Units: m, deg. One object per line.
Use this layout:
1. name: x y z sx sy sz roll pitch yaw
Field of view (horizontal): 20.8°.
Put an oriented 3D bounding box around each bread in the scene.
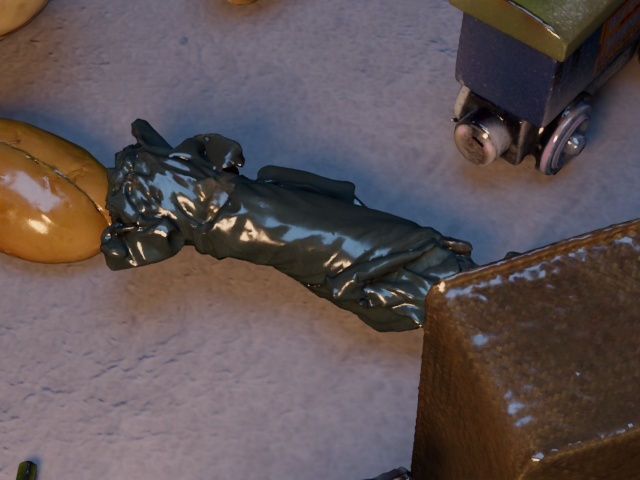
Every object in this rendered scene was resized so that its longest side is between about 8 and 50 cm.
1. bread: -0.244 -0.047 1.398 0.189 0.077 0.114 25 59 14

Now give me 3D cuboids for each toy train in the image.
1. toy train: 0.223 -0.193 1.448 0.131 0.202 0.299 33 57 21

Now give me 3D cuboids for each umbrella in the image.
1. umbrella: -0.001 0.003 1.346 0.348 0.094 0.143 14 51 -1

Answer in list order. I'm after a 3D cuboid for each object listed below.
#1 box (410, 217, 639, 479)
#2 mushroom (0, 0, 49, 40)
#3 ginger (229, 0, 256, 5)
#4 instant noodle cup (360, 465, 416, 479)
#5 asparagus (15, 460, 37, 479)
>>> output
1. box: 0.170 0.135 1.134 0.184 0.273 0.143 -16 53 -14
2. mushroom: -0.368 -0.242 1.402 0.325 0.353 0.353 -28 56 -3
3. ginger: -0.020 -0.321 1.609 0.086 0.131 0.294 15 41 23
4. instant noodle cup: -0.029 0.292 1.040 0.302 0.258 0.182 -37 72 11
5. asparagus: -0.215 0.211 1.224 0.018 0.015 0.127 2 51 1
